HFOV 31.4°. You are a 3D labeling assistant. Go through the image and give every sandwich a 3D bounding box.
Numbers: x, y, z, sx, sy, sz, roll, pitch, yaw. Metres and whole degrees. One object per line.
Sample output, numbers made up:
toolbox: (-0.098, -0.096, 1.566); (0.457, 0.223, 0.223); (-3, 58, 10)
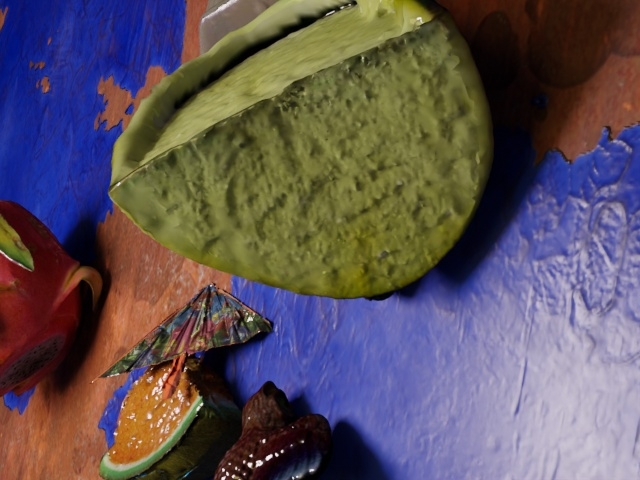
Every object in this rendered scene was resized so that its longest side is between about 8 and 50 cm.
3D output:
sandwich: (-0.169, 0.216, 1.295); (0.235, 0.079, 0.159); (-47, 34, 31)

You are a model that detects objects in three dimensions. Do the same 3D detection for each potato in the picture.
potato: (0.000, -0.097, 1.058); (0.330, 0.213, 0.280); (-26, 27, 13)

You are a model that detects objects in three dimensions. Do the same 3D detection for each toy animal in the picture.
toy animal: (-0.063, 0.222, 1.097); (0.218, 0.116, 0.180); (-51, 43, 43)

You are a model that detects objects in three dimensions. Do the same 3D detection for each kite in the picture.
kite: (-0.152, 0.112, 1.276); (0.232, 0.009, 0.189); (-16, 33, 22)

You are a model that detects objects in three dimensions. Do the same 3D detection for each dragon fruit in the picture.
dragon fruit: (-0.444, 0.104, 1.570); (0.189, 0.290, 0.291); (38, 116, 15)

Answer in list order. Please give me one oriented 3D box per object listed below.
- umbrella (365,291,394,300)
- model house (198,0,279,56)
umbrella: (0.002, -0.001, 1.132); (0.053, 0.052, 0.250); (-42, 35, -9)
model house: (-0.051, -0.268, 1.235); (0.229, 0.122, 0.188); (-26, 45, 33)
